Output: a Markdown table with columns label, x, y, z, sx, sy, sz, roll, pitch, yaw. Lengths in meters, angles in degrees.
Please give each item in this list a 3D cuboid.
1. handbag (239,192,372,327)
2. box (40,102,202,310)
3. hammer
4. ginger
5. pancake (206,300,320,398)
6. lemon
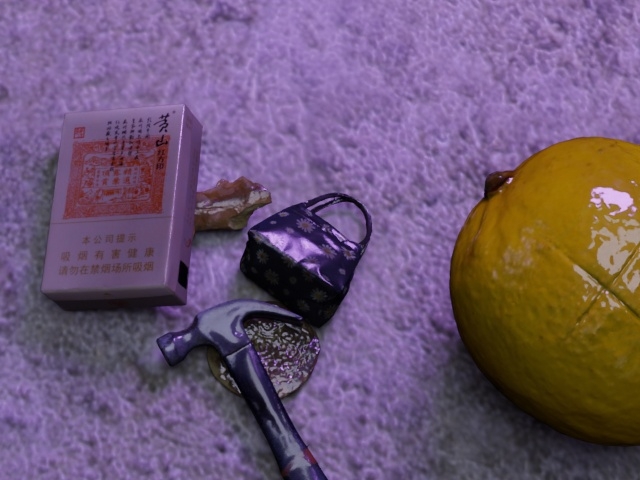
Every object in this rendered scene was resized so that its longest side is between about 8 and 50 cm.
| label | x | y | z | sx | sy | sz | roll | pitch | yaw |
| --- | --- | --- | --- | --- | --- | --- | --- | --- | --- |
| handbag | 0.000 | 0.000 | 1.616 | 0.115 | 0.072 | 0.139 | 34 | 58 | 13 |
| box | -0.197 | -0.033 | 1.588 | 0.141 | 0.058 | 0.201 | -2 | 67 | 17 |
| hammer | -0.032 | 0.187 | 1.544 | 0.137 | 0.037 | 0.290 | -29 | 77 | -8 |
| ginger | -0.118 | -0.032 | 1.630 | 0.137 | 0.044 | 0.057 | -8 | 99 | -3 |
| pancake | -0.057 | 0.109 | 1.594 | 0.115 | 0.011 | 0.115 | 2 | 68 | -5 |
| lemon | 0.272 | 0.050 | 1.510 | 0.297 | 0.297 | 0.297 | 2 | 68 | -5 |
